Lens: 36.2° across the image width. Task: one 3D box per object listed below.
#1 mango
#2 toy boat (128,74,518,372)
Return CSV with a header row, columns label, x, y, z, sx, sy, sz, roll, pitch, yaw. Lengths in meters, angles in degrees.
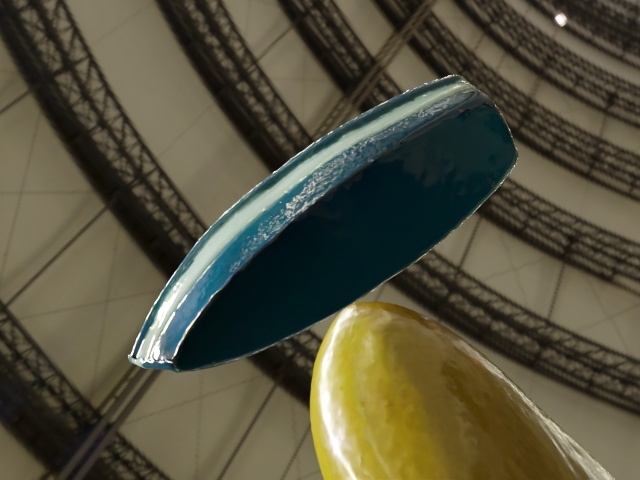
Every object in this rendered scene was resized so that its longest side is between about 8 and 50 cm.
label,x,y,z,sx,sy,sz,roll,pitch,yaw
mango,0.108,0.187,0.503,0.331,0.142,0.195,52,-166,-22
toy boat,0.000,0.000,0.652,0.096,0.299,0.062,57,173,-28
